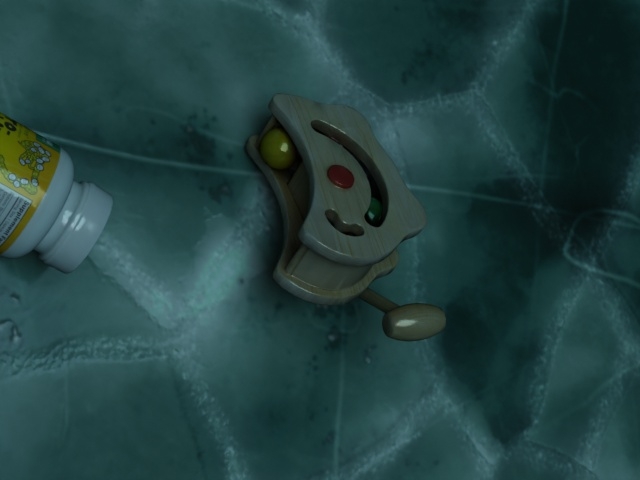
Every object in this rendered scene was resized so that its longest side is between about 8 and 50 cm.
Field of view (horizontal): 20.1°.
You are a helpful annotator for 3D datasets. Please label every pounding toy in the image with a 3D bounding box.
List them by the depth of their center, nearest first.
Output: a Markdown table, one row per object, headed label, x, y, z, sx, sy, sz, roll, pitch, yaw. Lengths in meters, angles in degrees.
| label | x | y | z | sx | sy | sz | roll | pitch | yaw |
| --- | --- | --- | --- | --- | --- | --- | --- | --- | --- |
| pounding toy | 0.000 | 0.000 | 1.793 | 0.154 | 0.155 | 0.269 | -9 | 57 | -38 |

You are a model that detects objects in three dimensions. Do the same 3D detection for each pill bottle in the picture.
| label | x | y | z | sx | sy | sz | roll | pitch | yaw |
| --- | --- | --- | --- | --- | --- | --- | --- | --- | --- |
| pill bottle | -0.302 | -0.055 | 1.662 | 0.208 | 0.117 | 0.117 | 31 | 71 | -19 |
